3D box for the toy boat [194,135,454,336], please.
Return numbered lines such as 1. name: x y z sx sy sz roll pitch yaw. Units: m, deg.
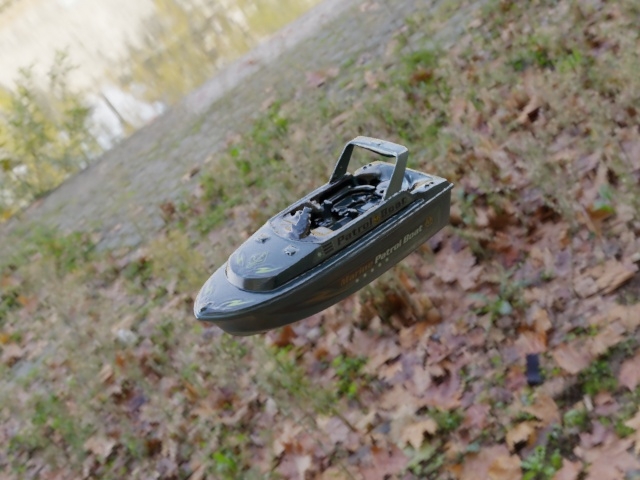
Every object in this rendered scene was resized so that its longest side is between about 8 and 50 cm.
1. toy boat: 0.000 0.000 0.734 0.246 0.103 0.093 -33 35 -29
